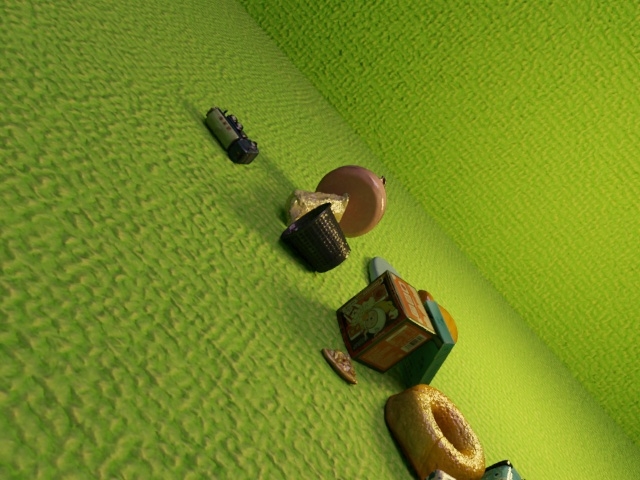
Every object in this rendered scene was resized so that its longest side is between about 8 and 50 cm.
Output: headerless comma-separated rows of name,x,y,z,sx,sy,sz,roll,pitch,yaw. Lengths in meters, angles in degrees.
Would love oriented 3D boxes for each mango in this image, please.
mango,0.381,0.276,2.045,0.262,0.109,0.157,49,28,-31

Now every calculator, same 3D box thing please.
calculator,0.241,0.159,2.085,0.188,0.042,0.302,41,19,-22

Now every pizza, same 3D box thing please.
pizza,0.056,0.296,1.499,0.123,0.026,0.108,47,18,-2

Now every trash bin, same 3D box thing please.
trash bin,0.000,0.000,1.740,0.161,0.175,0.175,55,19,-13

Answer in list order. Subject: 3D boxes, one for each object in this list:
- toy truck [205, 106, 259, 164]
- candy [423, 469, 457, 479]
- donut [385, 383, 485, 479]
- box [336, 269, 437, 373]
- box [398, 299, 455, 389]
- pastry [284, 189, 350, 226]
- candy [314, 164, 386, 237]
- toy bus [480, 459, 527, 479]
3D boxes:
toy truck,-0.277,-0.326,1.859,0.201,0.074,0.088,53,26,11
candy,0.249,0.581,1.288,0.073,0.092,0.160,38,24,-12
donut,0.297,0.495,1.514,0.303,0.110,0.303,40,22,-20
box,0.172,0.218,1.625,0.148,0.195,0.177,32,27,-37
box,0.283,0.301,1.671,0.042,0.229,0.162,8,37,-19
pastry,-0.021,-0.096,1.899,0.259,0.121,0.089,-3,20,-45
candy,0.105,-0.135,2.028,0.255,0.255,0.094,49,21,1
toy bus,0.488,0.706,1.492,0.271,0.133,0.165,53,25,6
